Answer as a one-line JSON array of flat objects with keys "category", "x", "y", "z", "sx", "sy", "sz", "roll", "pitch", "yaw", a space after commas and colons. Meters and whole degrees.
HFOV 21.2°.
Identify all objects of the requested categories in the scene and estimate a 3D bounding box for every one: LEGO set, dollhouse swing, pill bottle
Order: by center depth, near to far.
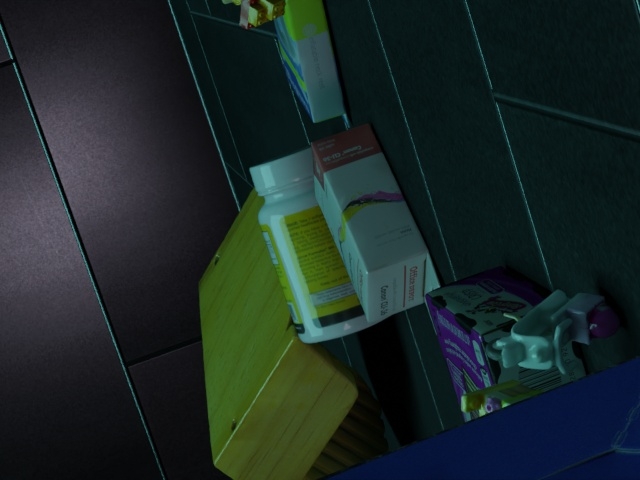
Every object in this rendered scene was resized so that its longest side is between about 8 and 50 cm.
[{"category": "LEGO set", "x": 0.175, "y": 0.180, "z": 1.102, "sx": 0.107, "sy": 0.132, "sz": 0.287, "roll": 18, "pitch": 136, "yaw": 48}, {"category": "pill bottle", "x": 0.000, "y": 0.000, "z": 1.921, "sx": 0.119, "sy": 0.119, "sz": 0.208, "roll": -161, "pitch": 52, "yaw": -81}, {"category": "dollhouse swing", "x": 0.021, "y": 0.150, "z": 2.202, "sx": 0.315, "sy": 0.305, "sz": 0.347, "roll": -58, "pitch": 24, "yaw": 30}]

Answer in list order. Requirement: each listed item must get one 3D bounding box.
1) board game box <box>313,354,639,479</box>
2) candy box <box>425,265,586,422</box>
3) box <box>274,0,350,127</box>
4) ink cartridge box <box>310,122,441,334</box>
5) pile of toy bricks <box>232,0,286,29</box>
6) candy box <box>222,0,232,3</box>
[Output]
[{"category": "board game box", "x": 0.148, "y": 0.244, "z": 0.962, "sx": 0.141, "sy": 0.232, "sz": 0.291, "roll": -123, "pitch": 14, "yaw": -62}, {"category": "candy box", "x": 0.159, "y": 0.149, "z": 1.282, "sx": 0.159, "sy": 0.071, "sz": 0.233, "roll": -142, "pitch": 32, "yaw": -76}, {"category": "box", "x": -0.017, "y": -0.209, "z": 1.789, "sx": 0.109, "sy": 0.042, "sz": 0.178, "roll": -117, "pitch": 11, "yaw": -50}, {"category": "ink cartridge box", "x": 0.055, "y": -0.001, "z": 1.696, "sx": 0.115, "sy": 0.067, "sz": 0.198, "roll": 84, "pitch": 164, "yaw": -62}, {"category": "pile of toy bricks", "x": -0.001, "y": -0.259, "z": 1.367, "sx": 0.105, "sy": 0.118, "sz": 0.212, "roll": 34, "pitch": 137, "yaw": 28}, {"category": "candy box", "x": -0.090, "y": -0.358, "z": 1.505, "sx": 0.316, "sy": 0.088, "sz": 0.183, "roll": 69, "pitch": -172, "yaw": -73}]
